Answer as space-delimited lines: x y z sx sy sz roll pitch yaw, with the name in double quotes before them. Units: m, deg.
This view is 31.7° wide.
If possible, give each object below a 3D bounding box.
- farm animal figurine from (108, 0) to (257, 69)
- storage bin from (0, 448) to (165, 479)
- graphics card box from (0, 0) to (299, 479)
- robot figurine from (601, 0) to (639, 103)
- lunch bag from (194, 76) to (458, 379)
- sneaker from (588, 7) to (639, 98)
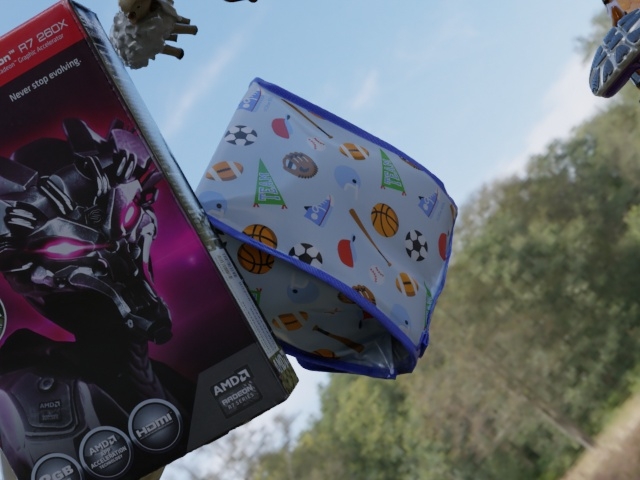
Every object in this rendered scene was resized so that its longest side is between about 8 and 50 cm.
"farm animal figurine" -0.191 -0.405 1.298 0.172 0.330 0.327 4 -21 -34
"storage bin" -0.263 0.185 1.284 0.123 0.262 0.260 16 -71 -26
"graphics card box" -0.206 0.018 0.928 0.233 0.371 0.094 -28 1 5
"robot figurine" 0.410 -0.197 1.158 0.211 0.291 0.085 -20 -45 6
"lunch bag" 0.000 0.000 1.652 0.239 0.385 0.328 118 173 -49
"sneaker" 0.326 -0.190 1.059 0.170 0.071 0.068 -43 21 22
